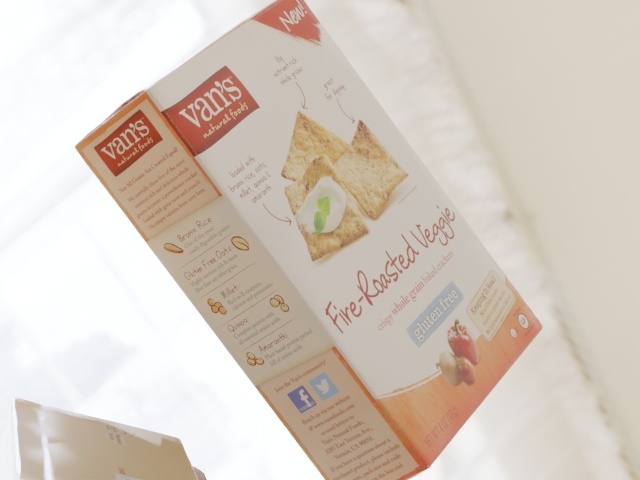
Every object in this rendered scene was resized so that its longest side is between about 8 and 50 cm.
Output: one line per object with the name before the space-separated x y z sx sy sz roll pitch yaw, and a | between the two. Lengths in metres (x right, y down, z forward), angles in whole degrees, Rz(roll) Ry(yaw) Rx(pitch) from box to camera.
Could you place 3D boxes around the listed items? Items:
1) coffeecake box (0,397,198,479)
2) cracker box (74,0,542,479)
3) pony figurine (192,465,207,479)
coffeecake box | -0.096 0.161 0.650 0.068 0.185 0.142 16 4 -12
cracker box | 0.000 0.000 1.005 0.067 0.156 0.232 -34 -84 38
pony figurine | -0.212 0.283 0.955 0.363 0.351 0.303 -72 157 -76
